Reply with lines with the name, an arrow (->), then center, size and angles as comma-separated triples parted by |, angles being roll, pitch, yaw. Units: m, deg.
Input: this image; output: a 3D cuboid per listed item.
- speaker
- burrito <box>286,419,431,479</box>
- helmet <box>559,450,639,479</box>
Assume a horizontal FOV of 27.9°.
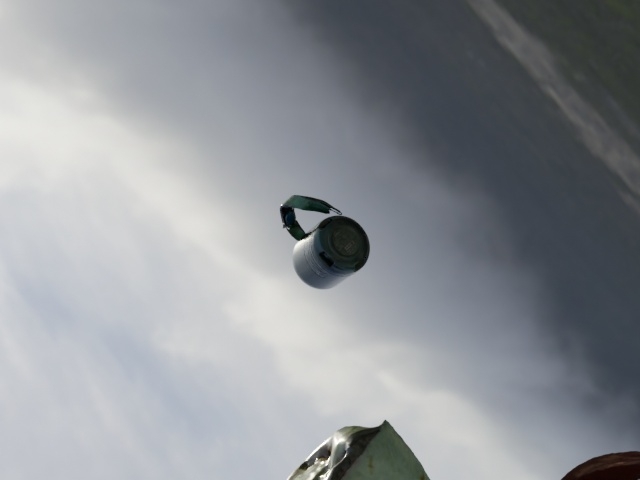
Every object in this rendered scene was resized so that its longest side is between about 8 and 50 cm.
speaker -> 0.003, -0.003, 1.250 | 0.075, 0.060, 0.094 | -37, 72, 59
burrito -> 0.058, 0.259, 1.024 | 0.229, 0.144, 0.089 | 50, 160, -18
helmet -> 0.482, 0.494, 1.797 | 0.385, 0.337, 0.230 | 42, 137, 44
